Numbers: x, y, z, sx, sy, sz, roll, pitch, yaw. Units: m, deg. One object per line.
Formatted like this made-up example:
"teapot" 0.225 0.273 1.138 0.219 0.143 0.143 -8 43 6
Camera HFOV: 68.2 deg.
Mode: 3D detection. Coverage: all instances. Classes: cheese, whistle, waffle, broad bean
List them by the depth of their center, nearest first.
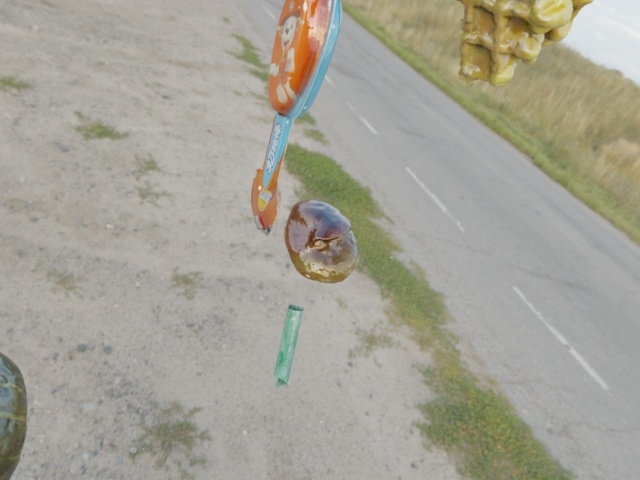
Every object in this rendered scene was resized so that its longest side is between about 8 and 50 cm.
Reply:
"cheese" -0.031 -0.131 0.444 0.037 0.256 0.106 8 19 -27
"waffle" 0.197 -0.373 0.618 0.151 0.261 0.324 -38 77 -26
"whistle" -0.072 0.235 1.040 0.039 0.187 0.039 11 9 -2
"broad bean" -0.001 -0.002 1.051 0.156 0.122 0.229 0 40 -19

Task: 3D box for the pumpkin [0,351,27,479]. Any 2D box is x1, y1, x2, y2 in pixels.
"pumpkin" -0.545 0.278 0.658 0.189 0.260 0.260 33 18 -52
